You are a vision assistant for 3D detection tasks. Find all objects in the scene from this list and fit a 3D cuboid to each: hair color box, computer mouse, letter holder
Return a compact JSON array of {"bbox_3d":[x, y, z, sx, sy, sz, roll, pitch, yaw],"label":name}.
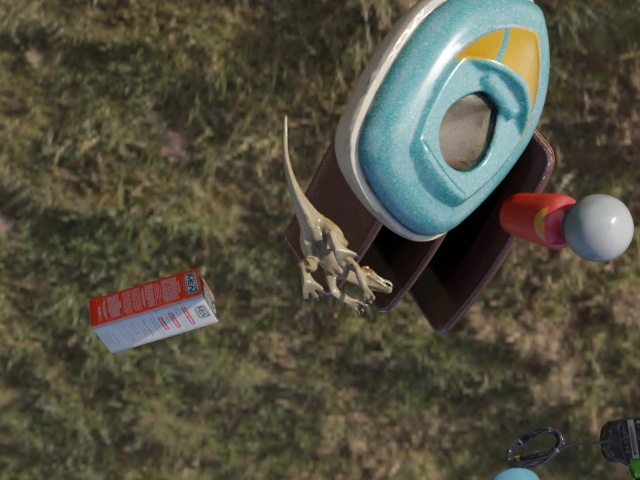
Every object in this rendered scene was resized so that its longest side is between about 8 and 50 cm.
[{"bbox_3d":[-0.203,0.087,1.615,0.141,0.043,0.072,-16,146,4],"label":"hair color box"},{"bbox_3d":[0.375,0.284,1.814,0.242,0.071,0.041,-8,154,15],"label":"computer mouse"},{"bbox_3d":[0.116,-0.045,1.590,0.152,0.214,0.302,-3,135,-37],"label":"letter holder"}]

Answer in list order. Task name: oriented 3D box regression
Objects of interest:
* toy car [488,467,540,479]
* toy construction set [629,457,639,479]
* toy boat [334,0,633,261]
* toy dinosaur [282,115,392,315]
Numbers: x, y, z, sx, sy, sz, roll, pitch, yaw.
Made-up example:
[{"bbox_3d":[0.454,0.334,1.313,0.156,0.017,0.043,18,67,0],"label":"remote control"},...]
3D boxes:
[{"bbox_3d":[0.316,0.364,1.417,0.237,0.219,0.210,-10,124,-9],"label":"toy car"},{"bbox_3d":[0.204,0.305,1.110,0.237,0.258,0.309,-5,141,4],"label":"toy construction set"},{"bbox_3d":[0.172,-0.090,1.253,0.148,0.267,0.318,13,156,51],"label":"toy boat"},{"bbox_3d":[0.000,0.000,1.024,0.053,0.093,0.183,-27,126,10],"label":"toy dinosaur"}]
